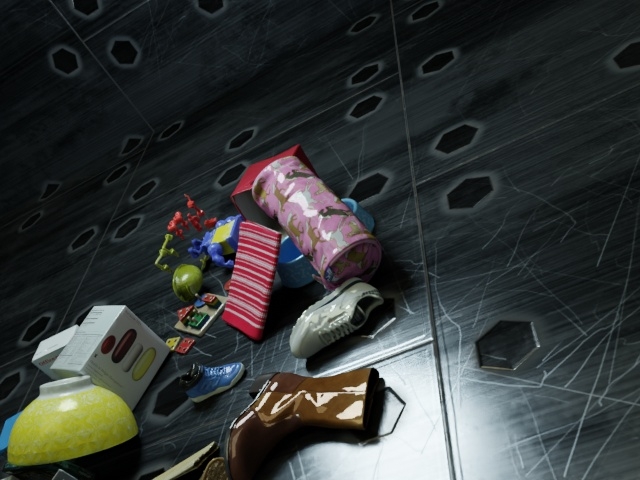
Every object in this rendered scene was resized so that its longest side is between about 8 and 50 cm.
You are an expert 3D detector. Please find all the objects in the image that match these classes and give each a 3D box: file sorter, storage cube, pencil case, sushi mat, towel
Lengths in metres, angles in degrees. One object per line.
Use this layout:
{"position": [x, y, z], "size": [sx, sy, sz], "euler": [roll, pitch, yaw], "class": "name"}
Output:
{"position": [-0.742, 0.507, 1.859], "size": [0.170, 0.104, 0.118], "euler": [-30, 31, 10], "class": "file sorter"}
{"position": [-0.111, -0.126, 2.018], "size": [0.184, 0.215, 0.193], "euler": [-21, 27, 26], "class": "storage cube"}
{"position": [-0.016, -0.045, 1.720], "size": [0.167, 0.160, 0.386], "euler": [-30, 52, -13], "class": "pencil case"}
{"position": [-0.365, 0.518, 1.468], "size": [0.317, 0.019, 0.151], "euler": [-31, -4, 7], "class": "sushi mat"}
{"position": [-0.175, 0.097, 1.785], "size": [0.199, 0.031, 0.274], "euler": [20, 100, 55], "class": "towel"}

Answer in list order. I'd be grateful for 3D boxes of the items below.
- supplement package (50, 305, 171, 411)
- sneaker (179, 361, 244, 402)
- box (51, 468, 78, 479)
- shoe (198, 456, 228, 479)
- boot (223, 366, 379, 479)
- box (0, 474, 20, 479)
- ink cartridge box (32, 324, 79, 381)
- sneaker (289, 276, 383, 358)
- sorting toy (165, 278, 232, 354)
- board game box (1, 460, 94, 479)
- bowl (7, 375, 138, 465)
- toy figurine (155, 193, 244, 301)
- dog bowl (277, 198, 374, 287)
{"position": [-0.542, 0.307, 1.840], "size": [0.149, 0.194, 0.203], "euler": [-6, 45, 41], "class": "supplement package"}
{"position": [-0.260, 0.316, 1.660], "size": [0.152, 0.084, 0.058], "euler": [-29, 30, 12], "class": "sneaker"}
{"position": [-0.399, 0.585, 1.223], "size": [0.242, 0.307, 0.076], "euler": [-59, -3, -33], "class": "box"}
{"position": [-0.234, 0.529, 1.368], "size": [0.219, 0.077, 0.058], "euler": [-59, -7, -26], "class": "shoe"}
{"position": [-0.032, 0.368, 1.389], "size": [0.281, 0.096, 0.264], "euler": [-7, 32, 29], "class": "boot"}
{"position": [-0.746, 0.638, 1.681], "size": [0.087, 0.102, 0.101], "euler": [-25, 32, 16], "class": "box"}
{"position": [-0.663, 0.338, 1.932], "size": [0.140, 0.190, 0.082], "euler": [-24, 32, 18], "class": "ink cartridge box"}
{"position": [0.033, 0.179, 1.564], "size": [0.235, 0.090, 0.095], "euler": [-43, 41, -10], "class": "sneaker"}
{"position": [-0.341, 0.199, 1.948], "size": [0.132, 0.046, 0.274], "euler": [5, 50, 49], "class": "sorting toy"}
{"position": [-0.647, 0.551, 1.679], "size": [0.186, 0.126, 0.026], "euler": [-16, 47, 30], "class": "board game box"}
{"position": [-0.584, 0.404, 1.647], "size": [0.290, 0.156, 0.289], "euler": [-10, -2, 0], "class": "bowl"}
{"position": [-0.307, -0.007, 2.073], "size": [0.217, 0.191, 0.362], "euler": [-16, 32, 19], "class": "toy figurine"}
{"position": [0.000, 0.000, 1.856], "size": [0.297, 0.074, 0.166], "euler": [-38, 30, -3], "class": "dog bowl"}
